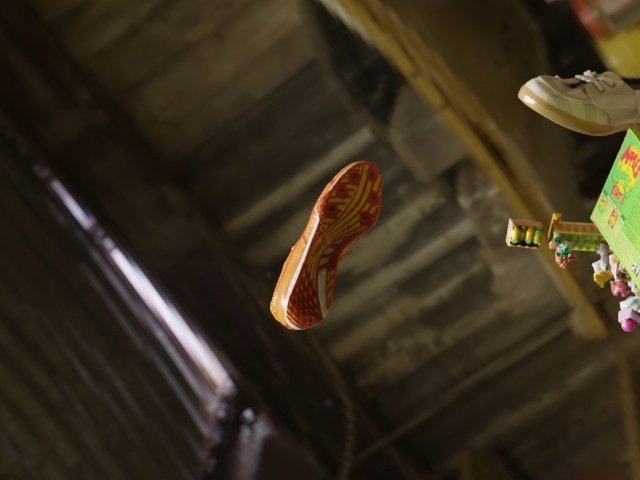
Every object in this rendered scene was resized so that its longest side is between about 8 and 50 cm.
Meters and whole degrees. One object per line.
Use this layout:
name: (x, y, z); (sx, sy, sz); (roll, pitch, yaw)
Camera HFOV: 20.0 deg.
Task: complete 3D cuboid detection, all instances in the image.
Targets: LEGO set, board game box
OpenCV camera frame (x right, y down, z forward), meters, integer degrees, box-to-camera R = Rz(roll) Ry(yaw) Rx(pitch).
LEGO set: (0.404, 0.046, 2.624); (0.287, 0.132, 0.107); (30, -141, -28)
board game box: (0.290, -0.012, 1.531); (0.043, 0.092, 0.181); (12, -155, -18)

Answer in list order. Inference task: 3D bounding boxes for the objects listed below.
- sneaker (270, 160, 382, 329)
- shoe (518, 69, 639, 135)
sneaker: (0.000, 0.000, 1.711); (0.064, 0.175, 0.067); (34, 171, -24)
shoe: (0.267, -0.133, 1.667); (0.219, 0.058, 0.076); (4, -155, -41)
